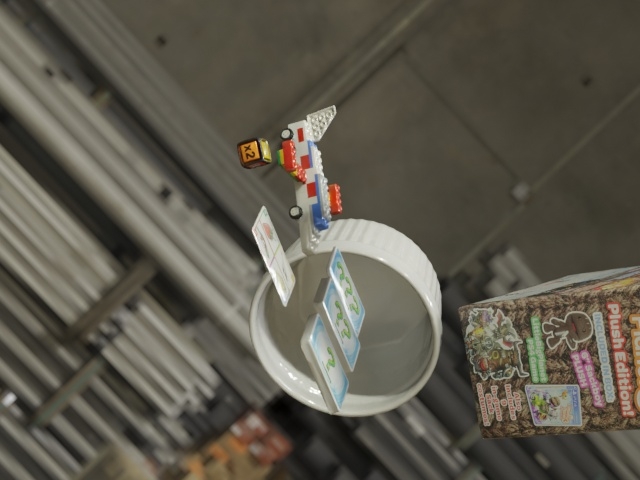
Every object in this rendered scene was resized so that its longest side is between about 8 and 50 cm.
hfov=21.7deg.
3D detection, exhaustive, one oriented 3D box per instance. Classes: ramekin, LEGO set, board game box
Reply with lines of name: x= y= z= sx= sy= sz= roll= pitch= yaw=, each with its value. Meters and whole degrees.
ramekin: x=0.034 y=0.075 z=1.799 sx=0.207 sy=0.207 sz=0.109 roll=47 pitch=27 yaw=-12
LEGO set: x=0.000 y=0.000 z=1.448 sx=0.182 sy=0.060 sz=0.244 roll=-69 pitch=140 yaw=-62
board game box: x=0.331 y=0.103 z=1.710 sx=0.232 sy=0.291 sz=0.141 roll=-12 pitch=92 yaw=-50
